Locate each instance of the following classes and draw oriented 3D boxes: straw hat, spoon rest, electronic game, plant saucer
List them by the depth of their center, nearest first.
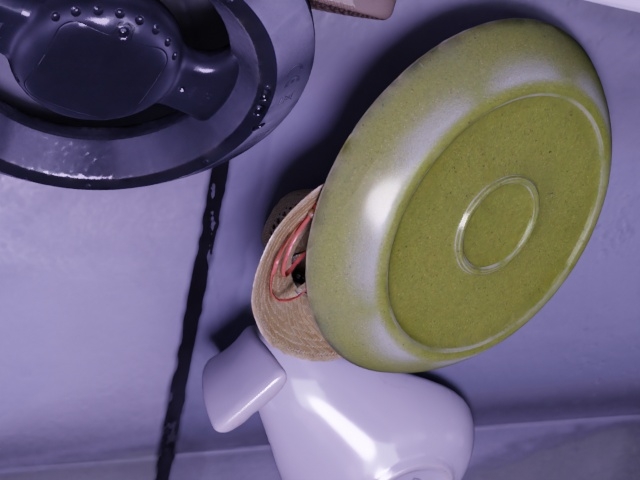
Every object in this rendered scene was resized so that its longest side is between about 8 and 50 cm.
[{"bbox_3d":[-0.117,-0.101,0.931,0.229,0.048,0.229,-3,143,-2],"label":"electronic game"},{"bbox_3d":[0.000,0.000,1.079,0.144,0.061,0.144,-24,131,-31],"label":"straw hat"},{"bbox_3d":[0.097,-0.016,1.082,0.241,0.037,0.241,-23,130,-30],"label":"plant saucer"},{"bbox_3d":[0.010,0.122,1.176,0.137,0.084,0.276,-40,142,8],"label":"spoon rest"}]

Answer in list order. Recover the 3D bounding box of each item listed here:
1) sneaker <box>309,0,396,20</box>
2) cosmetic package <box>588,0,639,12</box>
[{"bbox_3d":[-0.041,-0.171,0.955,0.188,0.066,0.071,12,91,-27],"label":"sneaker"},{"bbox_3d":[0.114,-0.248,0.898,0.385,0.156,0.217,8,120,-29],"label":"cosmetic package"}]
